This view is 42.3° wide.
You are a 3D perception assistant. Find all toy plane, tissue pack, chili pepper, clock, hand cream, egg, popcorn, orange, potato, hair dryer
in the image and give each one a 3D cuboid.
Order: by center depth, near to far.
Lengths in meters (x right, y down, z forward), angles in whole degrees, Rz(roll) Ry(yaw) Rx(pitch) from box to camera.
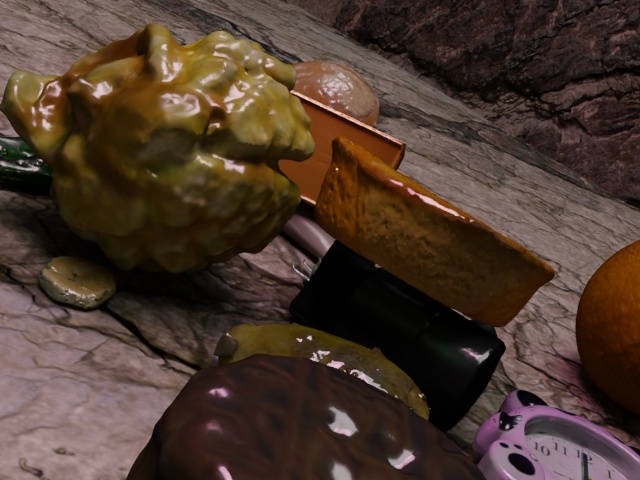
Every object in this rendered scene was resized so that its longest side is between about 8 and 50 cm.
[{"bbox_3d":[0.001,0.142,0.817,0.225,0.090,0.117,23,26,16],"label":"potato"},{"bbox_3d":[0.260,0.254,0.838,0.227,0.090,0.248,28,20,8],"label":"clock"},{"bbox_3d":[-0.175,-0.100,0.947,0.274,0.335,0.279,-9,82,-58],"label":"popcorn"},{"bbox_3d":[0.125,0.106,1.052,0.244,0.116,0.302,34,12,24],"label":"hair dryer"},{"bbox_3d":[-0.324,-0.098,1.076,0.224,0.061,0.098,5,35,-46],"label":"chili pepper"},{"bbox_3d":[-0.001,0.056,1.100,0.080,0.033,0.083,17,29,-21],"label":"toy plane"},{"bbox_3d":[0.492,0.123,1.162,0.274,0.274,0.274,21,21,-9],"label":"orange"},{"bbox_3d":[0.000,0.000,1.216,0.186,0.054,0.087,41,25,24],"label":"hand cream"},{"bbox_3d":[0.020,-0.125,1.314,0.194,0.145,0.274,28,5,4],"label":"tissue pack"},{"bbox_3d":[-0.003,-0.246,1.585,0.245,0.203,0.203,15,22,-7],"label":"egg"}]

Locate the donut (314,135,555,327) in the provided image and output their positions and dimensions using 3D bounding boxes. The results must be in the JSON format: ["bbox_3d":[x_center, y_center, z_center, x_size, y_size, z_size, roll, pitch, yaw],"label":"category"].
[{"bbox_3d":[0.120,-0.003,0.970,0.302,0.110,0.303,31,5,-3],"label":"donut"}]

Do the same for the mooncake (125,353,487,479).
[{"bbox_3d":[0.001,0.207,0.562,0.290,0.161,0.290,23,20,-9],"label":"mooncake"}]

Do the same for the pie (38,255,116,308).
[{"bbox_3d":[-0.254,0.044,0.869,0.084,0.020,0.084,20,23,-9],"label":"pie"}]
